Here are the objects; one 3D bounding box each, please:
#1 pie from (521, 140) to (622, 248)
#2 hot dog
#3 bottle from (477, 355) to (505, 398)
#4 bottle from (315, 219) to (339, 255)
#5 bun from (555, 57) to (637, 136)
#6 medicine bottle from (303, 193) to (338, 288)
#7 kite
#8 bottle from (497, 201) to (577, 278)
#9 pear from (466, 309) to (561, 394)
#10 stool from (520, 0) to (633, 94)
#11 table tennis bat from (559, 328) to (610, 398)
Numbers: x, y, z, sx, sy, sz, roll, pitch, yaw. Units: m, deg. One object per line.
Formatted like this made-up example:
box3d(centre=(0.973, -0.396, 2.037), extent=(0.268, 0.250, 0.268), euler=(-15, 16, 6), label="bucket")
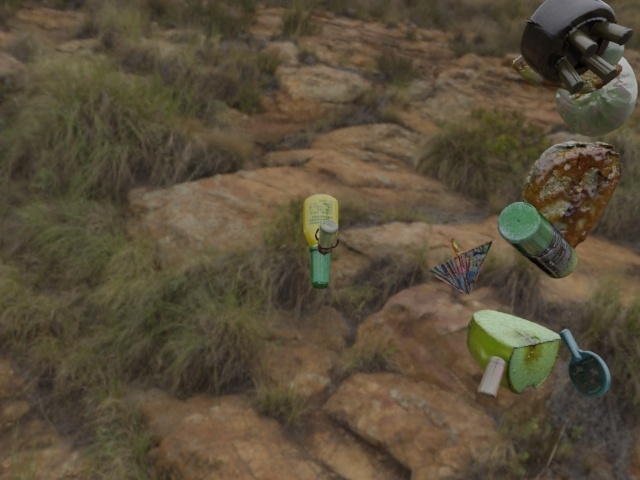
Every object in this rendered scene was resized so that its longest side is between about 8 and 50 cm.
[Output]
box3d(centre=(0.628, -0.123, 1.671), extent=(0.308, 0.309, 0.085), euler=(6, 24, -21), label="pie")
box3d(centre=(0.620, -0.438, 1.671), extent=(0.261, 0.123, 0.093), euler=(21, 26, 21), label="hot dog")
box3d(centre=(0.413, 0.329, 1.590), extent=(0.045, 0.097, 0.045), euler=(23, -22, 10), label="bottle")
box3d(centre=(0.015, -0.005, 1.706), extent=(0.047, 0.101, 0.063), euler=(-21, 54, -29), label="bottle")
box3d(centre=(0.924, -0.502, 2.281), extent=(0.187, 0.293, 0.293), euler=(-4, 26, -31), label="bun")
box3d(centre=(0.000, 0.000, 2.049), extent=(0.111, 0.076, 0.309), euler=(-1, 64, 4), label="medicine bottle")
box3d(centre=(0.427, 0.072, 1.966), extent=(0.014, 0.241, 0.184), euler=(11, 54, -42), label="kite")
box3d(centre=(0.476, 0.005, 1.436), extent=(0.093, 0.093, 0.330), euler=(30, 2, 36), label="bottle")
box3d(centre=(0.539, 0.319, 1.973), extent=(0.292, 0.160, 0.292), euler=(14, 19, -5), label="pear")
box3d(centre=(0.380, -0.282, 0.957), extent=(0.217, 0.125, 0.121), euler=(-1, 42, -42), label="stool")
box3d(centre=(0.720, 0.336, 1.825), extent=(0.033, 0.124, 0.201), euler=(-3, 57, -34), label="table tennis bat")
